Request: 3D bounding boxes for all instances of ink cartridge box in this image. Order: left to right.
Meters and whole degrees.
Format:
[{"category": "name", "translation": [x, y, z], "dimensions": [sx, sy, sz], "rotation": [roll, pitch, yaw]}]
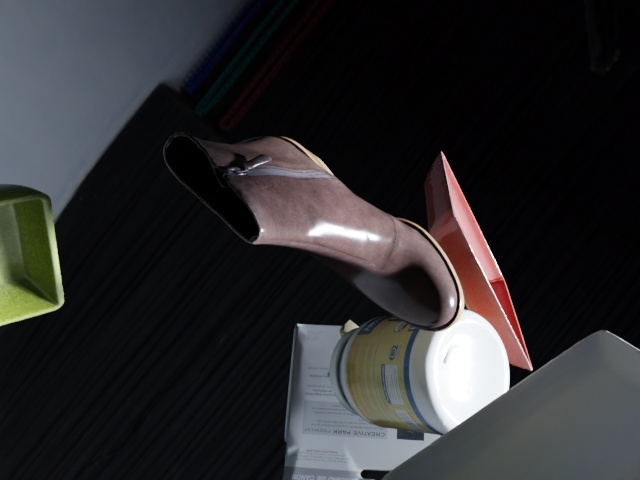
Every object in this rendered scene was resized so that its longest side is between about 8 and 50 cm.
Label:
[{"category": "ink cartridge box", "translation": [0.101, 0.294, 1.048], "dimensions": [0.309, 0.272, 0.130], "rotation": [2, -28, 6]}]

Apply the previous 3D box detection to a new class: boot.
[{"category": "boot", "translation": [0.000, 0.000, 0.534], "dimensions": [0.248, 0.090, 0.207], "rotation": [45, 23, 19]}]

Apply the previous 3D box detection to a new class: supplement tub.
[{"category": "supplement tub", "translation": [0.115, 0.163, 0.772], "dimensions": [0.144, 0.144, 0.200], "rotation": [38, -27, -21]}]

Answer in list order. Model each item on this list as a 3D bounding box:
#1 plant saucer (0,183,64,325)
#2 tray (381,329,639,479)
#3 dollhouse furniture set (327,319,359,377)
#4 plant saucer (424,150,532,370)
[{"category": "plant saucer", "translation": [-0.329, 0.022, 0.533], "dimensions": [0.045, 0.188, 0.188], "rotation": [60, -31, 25]}, {"category": "tray", "translation": [0.200, 0.187, 0.534], "dimensions": [0.145, 0.270, 0.030], "rotation": [40, -24, 57]}, {"category": "dollhouse furniture set", "translation": [0.046, 0.171, 0.976], "dimensions": [0.081, 0.091, 0.114], "rotation": [-2, -68, 37]}, {"category": "plant saucer", "translation": [0.216, 0.025, 0.895], "dimensions": [0.258, 0.048, 0.259], "rotation": [60, 19, -19]}]
